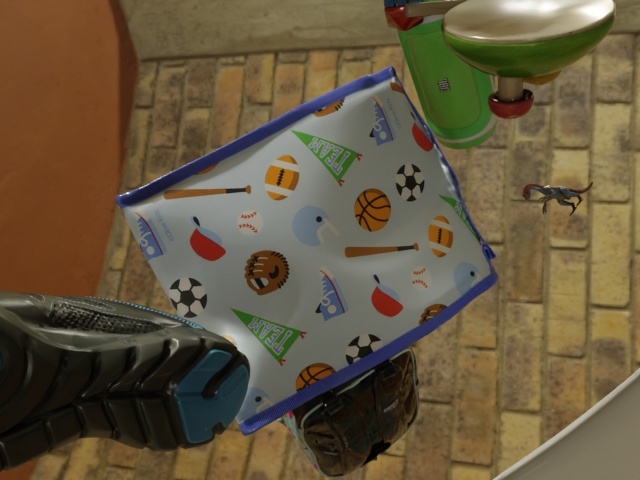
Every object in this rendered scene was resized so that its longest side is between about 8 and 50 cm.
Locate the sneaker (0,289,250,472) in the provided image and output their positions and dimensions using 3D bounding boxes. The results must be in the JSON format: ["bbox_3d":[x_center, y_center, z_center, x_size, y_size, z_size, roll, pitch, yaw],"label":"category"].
[{"bbox_3d":[-0.228,0.100,0.498,0.341,0.139,0.125,17,-89,-39],"label":"sneaker"}]

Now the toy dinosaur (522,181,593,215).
[{"bbox_3d":[0.357,-0.071,0.992,0.090,0.082,0.047,-47,-17,-28],"label":"toy dinosaur"}]

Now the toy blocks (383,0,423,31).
[{"bbox_3d":[0.059,-0.423,0.756,0.381,0.190,0.261,45,-137,-73],"label":"toy blocks"}]

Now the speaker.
[{"bbox_3d":[0.206,-0.288,1.039,0.296,0.131,0.131,59,-145,-45],"label":"speaker"}]

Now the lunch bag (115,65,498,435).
[{"bbox_3d":[0.000,0.000,0.840,0.328,0.385,0.239,61,178,-5],"label":"lunch bag"}]

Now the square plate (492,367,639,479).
[{"bbox_3d":[0.384,0.264,0.651,0.347,0.344,0.049,-51,5,26],"label":"square plate"}]

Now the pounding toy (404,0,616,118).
[{"bbox_3d":[0.225,-0.221,0.758,0.237,0.183,0.110,-122,17,-55],"label":"pounding toy"}]

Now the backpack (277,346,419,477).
[{"bbox_3d":[0.042,0.251,1.039,0.225,0.191,0.253,-31,-48,-14],"label":"backpack"}]
